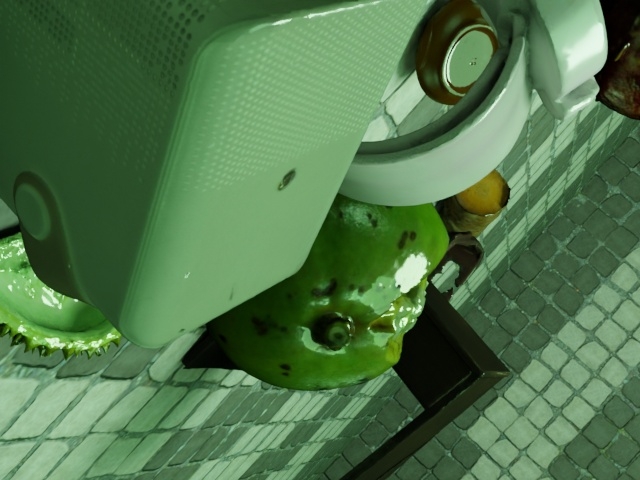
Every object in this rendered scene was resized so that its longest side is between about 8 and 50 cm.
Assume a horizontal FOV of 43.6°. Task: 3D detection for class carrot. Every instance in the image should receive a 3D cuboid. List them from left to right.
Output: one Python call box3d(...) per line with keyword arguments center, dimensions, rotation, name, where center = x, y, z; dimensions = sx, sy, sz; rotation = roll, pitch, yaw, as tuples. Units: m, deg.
box3d(center=(0.255, -0.034, 1.409), dimensions=(0.102, 0.102, 0.263), rotation=(-42, 164, -18), name="carrot")

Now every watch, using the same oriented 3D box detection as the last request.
box3d(center=(0.060, -0.154, 0.587), dimensions=(0.231, 0.244, 0.196), rotation=(-28, 161, 10), name="watch")

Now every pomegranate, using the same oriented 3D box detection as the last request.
box3d(center=(0.000, 0.000, 0.766), dimensions=(0.236, 0.236, 0.302), rotation=(-60, -168, 32), name="pomegranate")

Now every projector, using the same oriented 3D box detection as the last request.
box3d(center=(-0.080, -0.076, 0.429), dimensions=(0.163, 0.177, 0.242), rotation=(-27, 152, -42), name="projector")

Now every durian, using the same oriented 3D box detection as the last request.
box3d(center=(-0.180, 0.031, 0.593), dimensions=(0.215, 0.086, 0.100), rotation=(-16, 131, -54), name="durian")

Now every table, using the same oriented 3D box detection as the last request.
box3d(center=(0.032, 0.154, 0.972), dimensions=(0.282, 0.250, 0.196), rotation=(-42, 160, 10), name="table")

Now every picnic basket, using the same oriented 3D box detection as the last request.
box3d(center=(0.126, 0.045, 1.217), dimensions=(0.222, 0.129, 0.297), rotation=(-52, 161, 10), name="picnic basket")

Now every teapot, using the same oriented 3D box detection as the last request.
box3d(center=(0.149, -0.209, 0.850), dimensions=(0.098, 0.078, 0.129), rotation=(5, 121, -17), name="teapot")

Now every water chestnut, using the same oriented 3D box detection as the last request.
box3d(center=(0.525, -0.309, 1.114), dimensions=(0.350, 0.302, 0.350), rotation=(-46, 162, -19), name="water chestnut")
